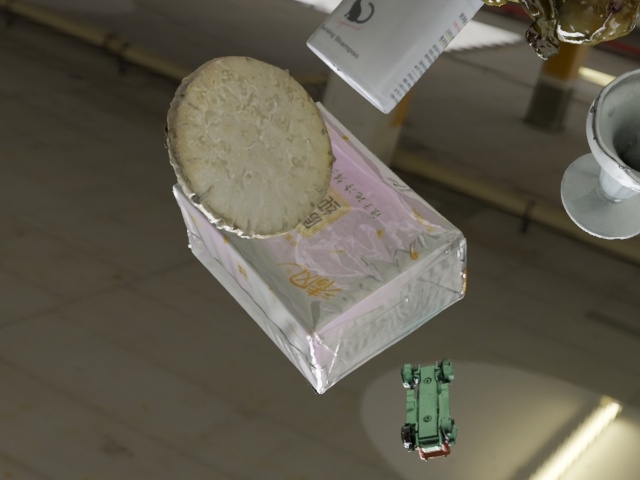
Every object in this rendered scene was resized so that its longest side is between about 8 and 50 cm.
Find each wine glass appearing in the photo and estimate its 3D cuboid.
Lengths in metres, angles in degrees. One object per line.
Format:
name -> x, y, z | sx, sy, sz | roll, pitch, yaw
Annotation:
wine glass -> 0.386, -0.100, 1.680 | 0.165, 0.165, 0.196 | 16, 157, -1

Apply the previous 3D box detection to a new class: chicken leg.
chicken leg -> 0.202, -0.320, 1.342 | 0.211, 0.140, 0.361 | -11, -136, -27

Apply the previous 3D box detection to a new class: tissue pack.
tissue pack -> 0.000, 0.000, 1.310 | 0.185, 0.124, 0.225 | -34, -122, -18

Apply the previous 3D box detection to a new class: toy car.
toy car -> 0.143, 0.218, 1.779 | 0.073, 0.054, 0.143 | -12, -140, 13

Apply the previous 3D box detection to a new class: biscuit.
biscuit -> -0.052, -0.074, 1.047 | 0.152, 0.152, 0.020 | 2, 167, -36

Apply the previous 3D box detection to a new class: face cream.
face cream -> 0.152, -0.348, 1.744 | 0.145, 0.370, 0.145 | 40, -176, -3
